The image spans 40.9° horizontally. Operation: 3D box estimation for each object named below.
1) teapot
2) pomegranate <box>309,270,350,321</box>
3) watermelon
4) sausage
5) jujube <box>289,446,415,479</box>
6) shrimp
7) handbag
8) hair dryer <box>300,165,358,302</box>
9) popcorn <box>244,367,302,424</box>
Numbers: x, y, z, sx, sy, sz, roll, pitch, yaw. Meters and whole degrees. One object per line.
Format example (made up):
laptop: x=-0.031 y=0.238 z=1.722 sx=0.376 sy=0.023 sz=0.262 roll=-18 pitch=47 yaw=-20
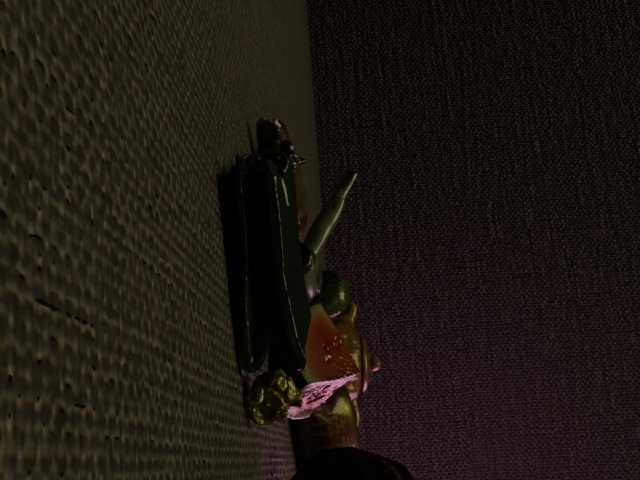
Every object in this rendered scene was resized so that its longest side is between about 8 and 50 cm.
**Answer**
teapot: x=0.049 y=0.283 z=1.870 sx=0.203 sy=0.167 sz=0.311 roll=87 pitch=3 yaw=-68
pomegranate: x=-0.006 y=0.110 z=1.816 sx=0.161 sy=0.122 sz=0.122 roll=47 pitch=29 yaw=-39
watermelon: x=-0.028 y=0.211 z=1.374 sx=0.145 sy=0.137 sz=0.193 roll=-44 pitch=-163 yaw=32
sausage: x=0.014 y=0.341 z=1.569 sx=0.117 sy=0.125 sz=0.317 roll=29 pitch=-42 yaw=40
jujube: x=0.055 y=0.478 z=1.179 sx=0.258 sy=0.259 sz=0.376 roll=40 pitch=38 yaw=-86
shrimp: x=-0.066 y=-0.112 z=1.415 sx=0.317 sy=0.077 sz=0.168 roll=88 pitch=-11 yaw=-57
handbag: x=-0.064 y=0.019 z=1.091 sx=0.247 sy=0.079 sz=0.260 roll=-80 pitch=164 yaw=-81
hair dryer: x=-0.012 y=0.032 z=1.443 sx=0.267 sy=0.092 sz=0.229 roll=-55 pitch=167 yaw=-44
popcorn: x=-0.062 y=0.192 z=1.045 sx=0.083 sy=0.068 sz=0.059 roll=-27 pitch=95 yaw=-51
